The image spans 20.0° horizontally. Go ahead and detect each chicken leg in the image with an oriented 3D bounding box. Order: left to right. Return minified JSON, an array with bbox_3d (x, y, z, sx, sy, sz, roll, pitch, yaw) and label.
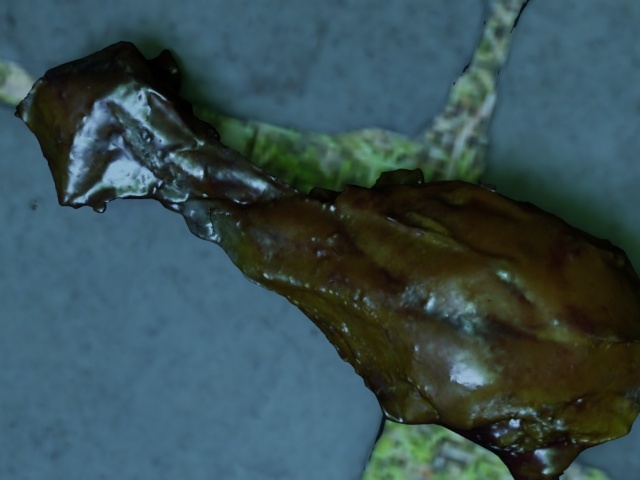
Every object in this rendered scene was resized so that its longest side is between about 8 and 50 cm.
[{"bbox_3d":[0.000,0.000,0.772,0.304,0.093,0.113,26,71,13],"label":"chicken leg"}]
